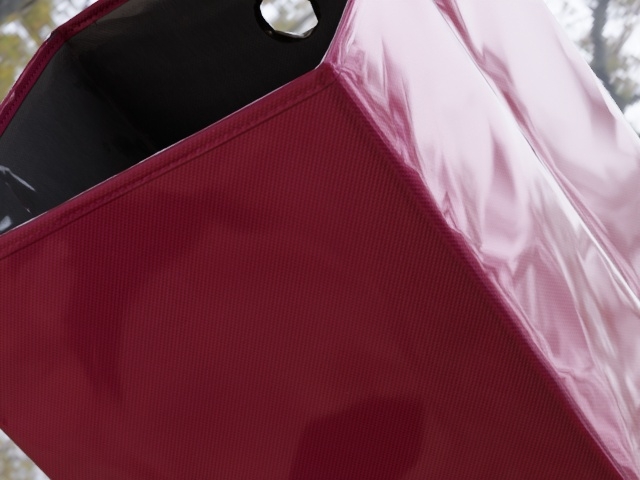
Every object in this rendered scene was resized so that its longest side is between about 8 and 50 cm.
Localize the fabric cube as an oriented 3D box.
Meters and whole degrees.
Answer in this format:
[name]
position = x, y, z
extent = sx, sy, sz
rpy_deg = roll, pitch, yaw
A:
[fabric cube]
position = 0.000, 0.000, 0.795
extent = 0.254, 0.259, 0.258
rpy_deg = -26, -63, 29
